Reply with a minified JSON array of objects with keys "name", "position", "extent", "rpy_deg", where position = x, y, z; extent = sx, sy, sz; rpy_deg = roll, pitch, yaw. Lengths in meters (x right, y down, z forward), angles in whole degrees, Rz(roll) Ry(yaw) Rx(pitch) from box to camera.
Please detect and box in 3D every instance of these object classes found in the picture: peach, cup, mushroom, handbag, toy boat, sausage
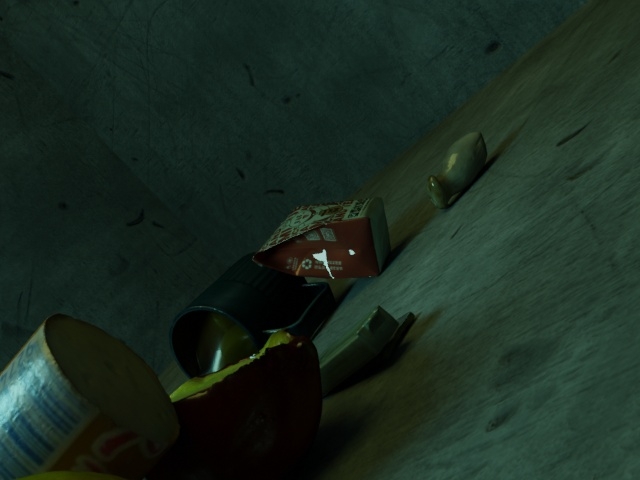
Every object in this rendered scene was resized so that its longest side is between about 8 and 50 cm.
[{"name":"peach","position":[-0.108,0.273,1.386],"extent":[0.361,0.201,0.257],"rpy_deg":[-32,-3,35]},{"name":"cup","position":[-0.157,0.170,2.216],"extent":[0.308,0.242,0.292],"rpy_deg":[-43,3,36]},{"name":"mushroom","position":[0.307,-0.159,2.137],"extent":[0.212,0.088,0.097],"rpy_deg":[-53,0,-23]},{"name":"handbag","position":[0.000,0.000,2.179],"extent":[0.298,0.151,0.171],"rpy_deg":[-5,19,16]},{"name":"toy boat","position":[0.111,0.162,1.540],"extent":[0.063,0.016,0.115],"rpy_deg":[-40,6,43]},{"name":"sausage","position":[-0.348,0.272,1.220],"extent":[0.287,0.233,0.233],"rpy_deg":[-49,5,6]}]

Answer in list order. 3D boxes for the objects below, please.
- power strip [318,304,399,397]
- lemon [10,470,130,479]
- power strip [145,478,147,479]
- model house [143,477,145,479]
[{"name":"power strip","position":[0.041,0.185,1.544],"extent":[0.078,0.052,0.272],"rpy_deg":[-50,2,-38]},{"name":"lemon","position":[-0.278,0.402,0.990],"extent":[0.348,0.348,0.348],"rpy_deg":[-43,6,6]},{"name":"power strip","position":[-0.447,0.524,1.730],"extent":[0.357,0.161,0.357],"rpy_deg":[-37,21,17]},{"name":"model house","position":[-0.324,0.421,1.441],"extent":[0.312,0.242,0.358],"rpy_deg":[0,72,54]}]
